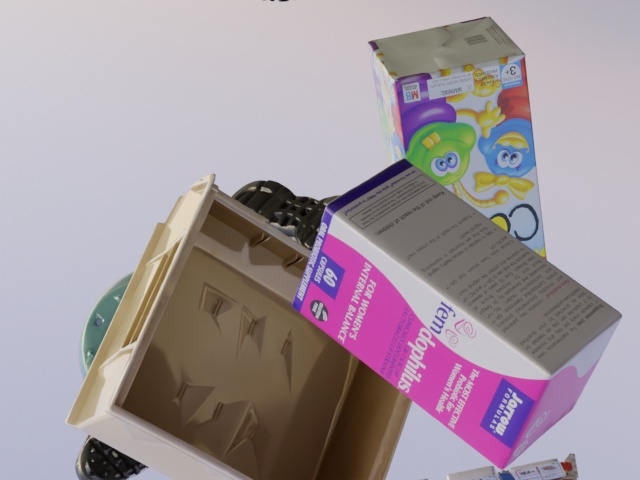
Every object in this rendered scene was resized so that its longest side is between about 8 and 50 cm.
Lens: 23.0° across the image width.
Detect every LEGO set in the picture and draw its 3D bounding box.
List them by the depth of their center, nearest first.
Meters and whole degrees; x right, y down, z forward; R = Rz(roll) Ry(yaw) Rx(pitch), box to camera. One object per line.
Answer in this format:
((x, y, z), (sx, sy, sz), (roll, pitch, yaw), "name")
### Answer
((0.176, 0.256, 1.669), (0.182, 0.060, 0.244), (-13, 158, 11), "LEGO set")

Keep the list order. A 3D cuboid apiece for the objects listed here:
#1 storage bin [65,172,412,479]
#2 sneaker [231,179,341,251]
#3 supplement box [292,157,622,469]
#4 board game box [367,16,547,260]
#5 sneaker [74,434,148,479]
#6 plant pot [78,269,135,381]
((-0.054, 0.111, 1.439), (0.262, 0.260, 0.123), (31, 153, -19), "storage bin")
((0.000, 0.000, 1.932), (0.267, 0.101, 0.106), (22, 151, 44), "sneaker")
((0.103, 0.054, 1.220), (0.220, 0.111, 0.114), (36, -139, 21), "supplement box")
((0.150, -0.081, 1.706), (0.142, 0.275, 0.144), (-12, -155, -4), "board game box")
((-0.228, 0.228, 1.855), (0.078, 0.106, 0.234), (47, -143, -6), "sneaker")
((-0.219, 0.163, 2.305), (0.293, 0.293, 0.235), (18, 176, 19), "plant pot")
